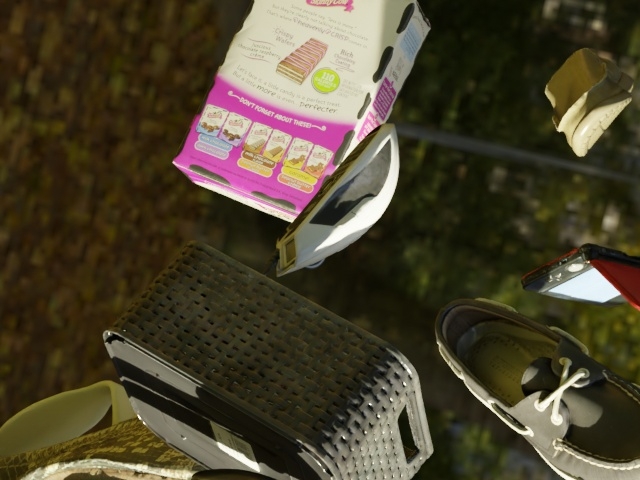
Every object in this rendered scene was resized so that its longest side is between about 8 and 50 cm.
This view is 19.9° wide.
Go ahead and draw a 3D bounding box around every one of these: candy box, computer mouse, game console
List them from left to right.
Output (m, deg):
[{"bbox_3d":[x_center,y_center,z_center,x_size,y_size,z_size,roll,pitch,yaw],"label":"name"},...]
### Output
[{"bbox_3d":[-0.016,-0.140,1.745,0.233,0.159,0.071,-64,159,-8],"label":"candy box"},{"bbox_3d":[0.000,0.000,1.250,0.193,0.042,0.106,-50,-174,-11],"label":"computer mouse"},{"bbox_3d":[0.274,0.058,1.638,0.124,0.144,0.085,-30,-120,38],"label":"game console"}]

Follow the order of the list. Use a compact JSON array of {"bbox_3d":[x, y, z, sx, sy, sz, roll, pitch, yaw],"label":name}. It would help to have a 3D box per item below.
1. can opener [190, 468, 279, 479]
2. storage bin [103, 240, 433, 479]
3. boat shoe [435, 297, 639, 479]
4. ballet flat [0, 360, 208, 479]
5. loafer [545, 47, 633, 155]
[{"bbox_3d":[-0.078,0.164,1.068,0.059,0.186,0.073,-2,92,-51],"label":"can opener"},{"bbox_3d":[-0.032,0.094,1.110,0.084,0.180,0.122,-48,148,-24],"label":"storage bin"},{"bbox_3d":[0.089,0.057,0.706,0.046,0.038,0.125,-48,-142,-3],"label":"boat shoe"},{"bbox_3d":[-0.154,0.177,1.332,0.164,0.483,0.182,46,44,-35],"label":"ballet flat"},{"bbox_3d":[0.178,-0.097,1.239,0.056,0.050,0.148,-51,179,16],"label":"loafer"}]
